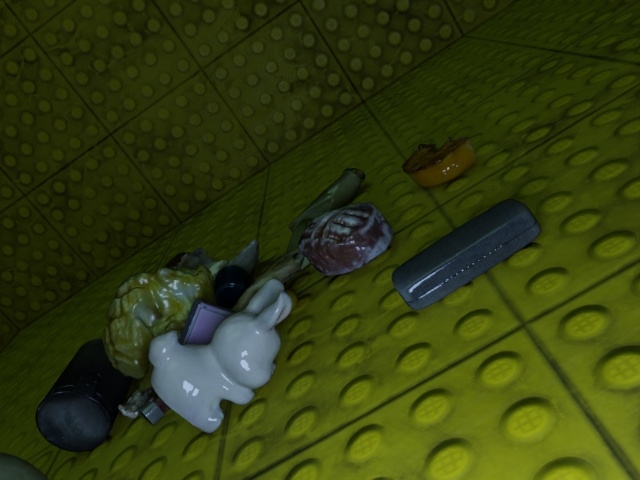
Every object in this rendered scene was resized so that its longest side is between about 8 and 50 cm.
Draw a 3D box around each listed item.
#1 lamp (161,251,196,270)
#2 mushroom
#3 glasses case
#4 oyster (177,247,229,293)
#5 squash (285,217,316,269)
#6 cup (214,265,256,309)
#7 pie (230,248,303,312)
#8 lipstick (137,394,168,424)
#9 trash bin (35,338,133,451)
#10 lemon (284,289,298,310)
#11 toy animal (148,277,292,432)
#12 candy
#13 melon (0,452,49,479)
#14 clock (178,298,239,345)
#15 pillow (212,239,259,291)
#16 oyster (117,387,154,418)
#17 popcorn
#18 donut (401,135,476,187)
[{"bbox_3d":[-0.520,0.148,2.270,0.180,0.180,0.258,-14,29,47],"label":"lamp"},{"bbox_3d":[0.029,-0.137,2.162,0.333,0.087,0.107,-43,15,-11],"label":"mushroom"},{"bbox_3d":[0.304,0.028,1.289,0.323,0.074,0.131,-33,20,6],"label":"glasses case"},{"bbox_3d":[-0.425,0.157,2.142,0.271,0.100,0.275,-35,48,-17],"label":"oyster"},{"bbox_3d":[0.000,0.000,1.979,0.237,0.155,0.203,-144,71,-69],"label":"squash"},{"bbox_3d":[-0.269,0.148,1.930,0.150,0.113,0.138,-35,20,6],"label":"cup"},{"bbox_3d":[-0.166,0.140,1.725,0.337,0.075,0.337,-45,3,3],"label":"pie"},{"bbox_3d":[-0.397,0.405,1.619,0.186,0.057,0.063,-43,19,-29],"label":"lipstick"},{"bbox_3d":[-0.672,0.440,1.779,0.301,0.203,0.251,-92,23,-70],"label":"trash bin"},{"bbox_3d":[-0.094,0.168,1.659,0.062,0.062,0.083,-23,25,33],"label":"lemon"},{"bbox_3d":[-0.211,0.243,1.397,0.368,0.241,0.196,-37,20,-4],"label":"toy animal"},{"bbox_3d":[0.062,-0.008,1.669,0.290,0.157,0.214,-10,35,53],"label":"candy"},{"bbox_3d":[-0.702,0.592,1.291,0.272,0.308,0.271,-38,43,46],"label":"melon"},{"bbox_3d":[-0.284,0.260,1.532,0.193,0.145,0.073,-68,22,-3],"label":"clock"},{"bbox_3d":[-0.289,0.102,2.087,0.051,0.128,0.229,28,56,23],"label":"pillow"},{"bbox_3d":[-0.491,0.432,1.747,0.200,0.061,0.106,-42,2,-27],"label":"oyster"},{"bbox_3d":[-0.437,0.234,1.682,0.334,0.293,0.292,-24,-9,-26],"label":"popcorn"},{"bbox_3d":[0.335,-0.225,1.814,0.152,0.101,0.259,-42,21,-18],"label":"donut"}]
